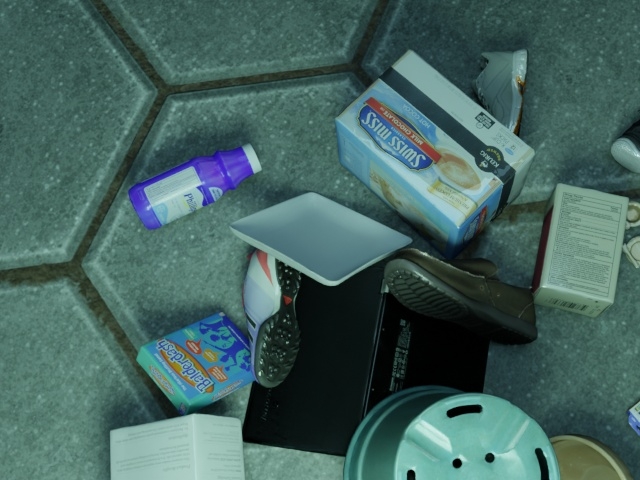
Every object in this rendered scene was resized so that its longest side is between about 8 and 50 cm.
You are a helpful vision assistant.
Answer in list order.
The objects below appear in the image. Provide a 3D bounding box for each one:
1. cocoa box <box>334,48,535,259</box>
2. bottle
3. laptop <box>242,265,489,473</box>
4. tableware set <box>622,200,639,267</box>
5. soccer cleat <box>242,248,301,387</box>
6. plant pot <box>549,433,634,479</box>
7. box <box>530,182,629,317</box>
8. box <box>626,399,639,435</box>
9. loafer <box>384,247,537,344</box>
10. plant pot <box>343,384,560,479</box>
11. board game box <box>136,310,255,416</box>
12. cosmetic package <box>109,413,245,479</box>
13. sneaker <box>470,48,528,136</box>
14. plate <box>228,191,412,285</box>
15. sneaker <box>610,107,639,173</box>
[{"bbox_3d":[0.228,-0.172,1.807,0.228,0.231,0.347,-44,74,-11],"label":"cocoa box"},{"bbox_3d":[-0.267,-0.123,1.875,0.283,0.118,0.092,-25,69,-7],"label":"bottle"},{"bbox_3d":[0.103,0.265,1.776,0.408,0.236,0.382,19,71,-21],"label":"laptop"},{"bbox_3d":[0.707,-0.027,1.826,0.168,0.020,0.141,-18,76,11],"label":"tableware set"},{"bbox_3d":[-0.110,0.151,1.768,0.116,0.108,0.318,-18,56,36],"label":"soccer cleat"},{"bbox_3d":[0.499,0.473,1.609,0.110,0.237,0.237,0,65,-40],"label":"plant pot"},{"bbox_3d":[0.528,0.022,1.781,0.148,0.127,0.232,13,72,7],"label":"box"},{"bbox_3d":[0.673,0.338,1.718,0.136,0.028,0.081,-36,73,-7],"label":"box"},{"bbox_3d":[0.278,0.092,1.707,0.366,0.134,0.130,27,63,-28],"label":"loafer"},{"bbox_3d":[0.223,0.394,1.436,0.341,0.334,0.341,1,75,-4],"label":"plant pot"},{"bbox_3d":[-0.230,0.240,1.716,0.160,0.047,0.210,44,42,22],"label":"board game box"},{"bbox_3d":[-0.257,0.526,1.593,0.217,0.156,0.385,-15,71,28],"label":"cosmetic package"},{"bbox_3d":[0.390,-0.310,1.930,0.121,0.099,0.262,6,64,13],"label":"sneaker"},{"bbox_3d":[0.000,0.000,1.758,0.277,0.045,0.278,28,32,29],"label":"plate"},{"bbox_3d":[0.773,-0.188,1.854,0.268,0.101,0.153,31,78,15],"label":"sneaker"}]
